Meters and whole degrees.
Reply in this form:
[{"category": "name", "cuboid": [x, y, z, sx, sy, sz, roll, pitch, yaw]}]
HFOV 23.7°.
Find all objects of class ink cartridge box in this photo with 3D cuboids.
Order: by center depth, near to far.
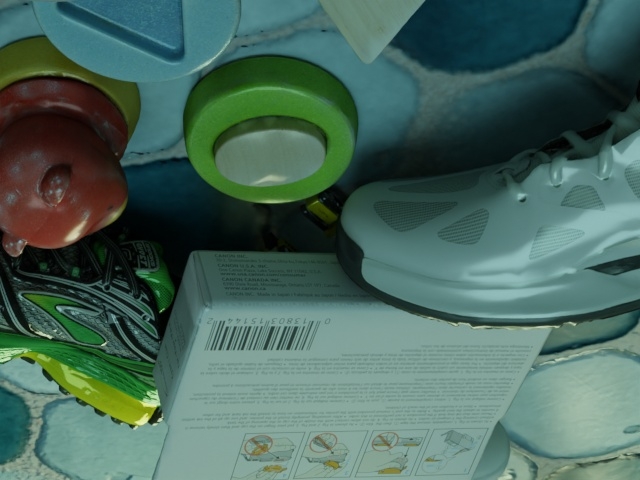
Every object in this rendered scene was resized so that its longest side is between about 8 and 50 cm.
[{"category": "ink cartridge box", "cuboid": [0.012, 0.124, 1.231, 0.296, 0.066, 0.261, 2, 132, -22]}]

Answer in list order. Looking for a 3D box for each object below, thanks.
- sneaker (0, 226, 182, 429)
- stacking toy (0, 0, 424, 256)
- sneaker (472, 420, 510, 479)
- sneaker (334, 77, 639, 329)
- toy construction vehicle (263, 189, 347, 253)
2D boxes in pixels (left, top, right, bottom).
[{"category": "sneaker", "cuboid": [-0.205, 0.025, 1.195, 0.146, 0.134, 0.343, -38, 136, 26]}, {"category": "stacking toy", "cuboid": [-0.085, -0.097, 1.036, 0.279, 0.130, 0.309, 14, 137, -16]}, {"category": "sneaker", "cuboid": [0.051, 0.141, 1.324, 0.290, 0.106, 0.123, 17, 138, -17]}, {"category": "sneaker", "cuboid": [0.223, -0.086, 1.071, 0.447, 0.169, 0.258, -2, 120, 10]}, {"category": "toy construction vehicle", "cuboid": [0.000, 0.000, 1.225, 0.086, 0.035, 0.098, -37, 130, 21]}]
